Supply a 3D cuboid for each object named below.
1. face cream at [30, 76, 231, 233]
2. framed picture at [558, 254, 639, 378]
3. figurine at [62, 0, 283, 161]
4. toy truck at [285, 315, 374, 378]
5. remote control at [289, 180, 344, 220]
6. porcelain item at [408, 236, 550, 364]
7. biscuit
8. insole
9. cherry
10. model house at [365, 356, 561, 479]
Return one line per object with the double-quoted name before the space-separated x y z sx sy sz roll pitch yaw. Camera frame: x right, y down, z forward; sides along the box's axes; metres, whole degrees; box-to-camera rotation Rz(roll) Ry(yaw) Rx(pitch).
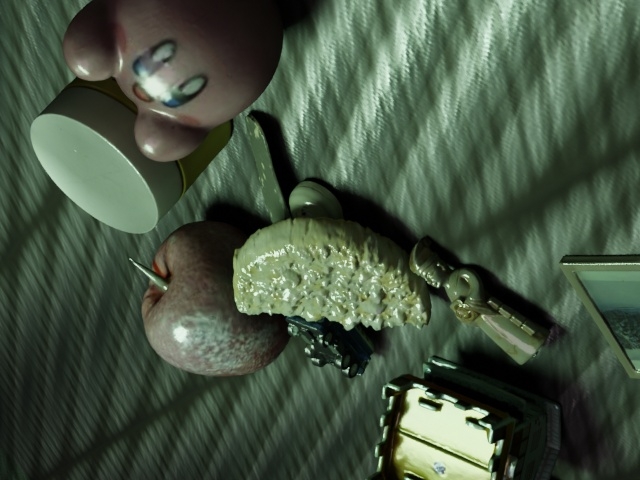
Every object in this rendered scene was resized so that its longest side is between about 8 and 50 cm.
"face cream" -0.259 -0.148 1.895 0.218 0.179 0.218 28 149 18
"framed picture" 0.444 0.096 1.628 0.289 0.016 0.213 -1 132 49
"figurine" -0.148 -0.253 1.625 0.211 0.261 0.269 -27 113 28
"toy truck" 0.023 0.142 2.055 0.074 0.088 0.201 19 160 31
"remote control" 0.000 0.000 1.958 0.078 0.042 0.221 23 147 24
"porcelain item" 0.204 0.079 1.833 0.213 0.054 0.084 38 149 1
"biscuit" 0.017 0.037 1.892 0.281 0.084 0.179 7 137 7
"insole" -0.068 -0.077 1.926 0.081 0.011 0.248 50 162 43
"cherry" -0.163 0.089 2.065 0.285 0.236 0.213 31 154 -25
"model house" 0.200 0.289 1.968 0.224 0.215 0.198 18 106 31
